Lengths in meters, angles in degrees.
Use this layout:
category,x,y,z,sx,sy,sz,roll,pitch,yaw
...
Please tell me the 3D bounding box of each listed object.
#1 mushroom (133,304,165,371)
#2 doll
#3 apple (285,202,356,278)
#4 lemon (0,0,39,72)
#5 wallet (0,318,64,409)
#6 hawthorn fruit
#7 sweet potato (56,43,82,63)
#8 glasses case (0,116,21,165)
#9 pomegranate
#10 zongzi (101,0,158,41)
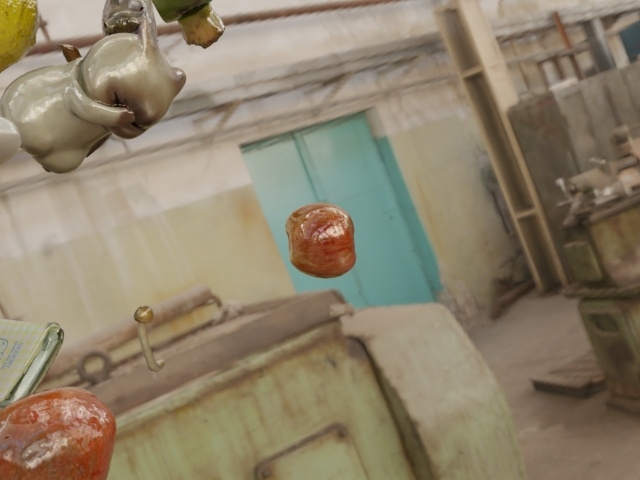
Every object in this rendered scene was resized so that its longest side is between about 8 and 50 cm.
category,x,y,z,sx,sy,sz,roll,pitch,yaw
mushroom,-0.352,0.228,1.816,0.306,0.043,0.068,93,-157,-56
doll,-0.465,-0.273,1.734,0.371,0.225,0.215,-17,-40,13
apple,0.000,0.000,1.636,0.131,0.146,0.146,-4,3,2
lemon,-0.824,-0.556,2.133,0.268,0.321,0.268,-10,1,0
wallet,-0.734,0.264,1.915,0.310,0.077,0.223,1,54,28
hawthorn fruit,-0.416,0.323,1.358,0.211,0.210,0.262,-21,15,20
sweet potato,-0.599,-0.406,2.191,0.067,0.067,0.273,-22,-34,-6
glasses case,-0.420,-0.117,0.945,0.076,0.049,0.197,-38,-27,28
pomegranate,-0.134,-0.273,0.829,0.122,0.169,0.143,-35,25,22
zongzi,-0.510,-0.637,2.280,0.139,0.299,0.286,-3,6,-5
